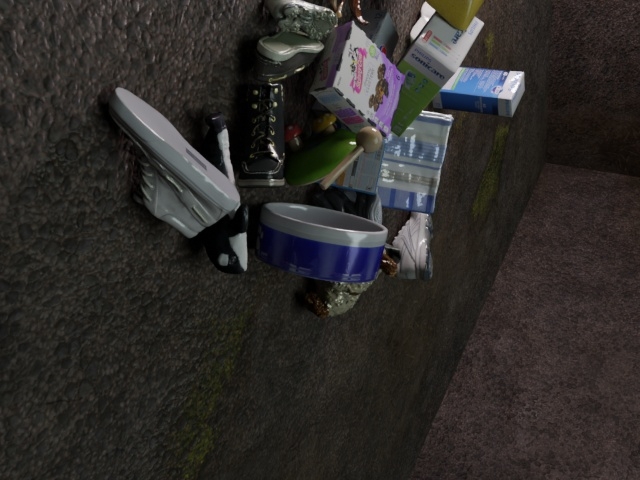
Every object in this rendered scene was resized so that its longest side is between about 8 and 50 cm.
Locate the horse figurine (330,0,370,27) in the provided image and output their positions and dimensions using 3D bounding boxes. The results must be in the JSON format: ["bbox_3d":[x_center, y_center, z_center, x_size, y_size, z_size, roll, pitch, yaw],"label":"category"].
[{"bbox_3d":[0.016,-0.542,1.286,0.263,0.066,0.175,30,63,-53],"label":"horse figurine"}]

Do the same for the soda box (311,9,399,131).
[{"bbox_3d":[0.084,-0.390,1.466,0.098,0.091,0.286,46,62,-56],"label":"soda box"}]

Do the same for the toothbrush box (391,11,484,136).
[{"bbox_3d":[0.253,-0.426,1.578,0.206,0.122,0.283,-57,-174,-30],"label":"toothbrush box"}]

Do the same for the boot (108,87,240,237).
[{"bbox_3d":[-0.253,-0.105,0.979,0.258,0.123,0.095,45,15,-28],"label":"boot"}]

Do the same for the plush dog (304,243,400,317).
[{"bbox_3d":[0.063,0.091,1.578,0.262,0.210,0.225,-22,145,-57],"label":"plush dog"}]

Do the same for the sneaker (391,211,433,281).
[{"bbox_3d":[0.290,-0.008,2.006,0.111,0.129,0.297,61,31,-49],"label":"sneaker"}]

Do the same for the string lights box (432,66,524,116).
[{"bbox_3d":[0.495,-0.474,1.998,0.133,0.259,0.077,-58,147,-28],"label":"string lights box"}]

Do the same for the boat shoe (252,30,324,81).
[{"bbox_3d":[-0.065,-0.358,1.229,0.228,0.081,0.069,-41,161,-57],"label":"boat shoe"}]

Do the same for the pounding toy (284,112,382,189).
[{"bbox_3d":[-0.002,-0.202,1.298,0.183,0.237,0.110,-37,112,-16],"label":"pounding toy"}]

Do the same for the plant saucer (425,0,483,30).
[{"bbox_3d":[0.293,-0.708,1.488,0.333,0.332,0.081,-58,-169,-30],"label":"plant saucer"}]

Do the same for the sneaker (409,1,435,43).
[{"bbox_3d":[0.314,-0.613,1.820,0.212,0.080,0.094,-56,158,-21],"label":"sneaker"}]

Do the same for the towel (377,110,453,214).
[{"bbox_3d":[0.245,-0.222,1.751,0.034,0.209,0.285,-132,-128,-75],"label":"towel"}]

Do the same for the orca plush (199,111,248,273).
[{"bbox_3d":[-0.195,-0.072,1.097,0.102,0.151,0.287,-13,121,-25],"label":"orca plush"}]

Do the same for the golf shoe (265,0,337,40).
[{"bbox_3d":[-0.035,-0.444,1.228,0.069,0.086,0.176,-50,158,27],"label":"golf shoe"}]

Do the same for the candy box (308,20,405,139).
[{"bbox_3d":[0.081,-0.329,1.331,0.196,0.070,0.165,33,66,-41],"label":"candy box"}]

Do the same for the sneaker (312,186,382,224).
[{"bbox_3d":[0.051,-0.137,1.511,0.101,0.153,0.269,84,-5,-63],"label":"sneaker"}]

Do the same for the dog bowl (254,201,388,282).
[{"bbox_3d":[0.000,0.000,1.307,0.265,0.264,0.104,-8,112,-60],"label":"dog bowl"}]

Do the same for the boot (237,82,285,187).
[{"bbox_3d":[-0.107,-0.193,1.149,0.236,0.085,0.179,-98,-171,-74],"label":"boot"}]

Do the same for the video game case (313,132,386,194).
[{"bbox_3d":[0.056,-0.179,1.440,0.015,0.166,0.119,-31,133,-85],"label":"video game case"}]
